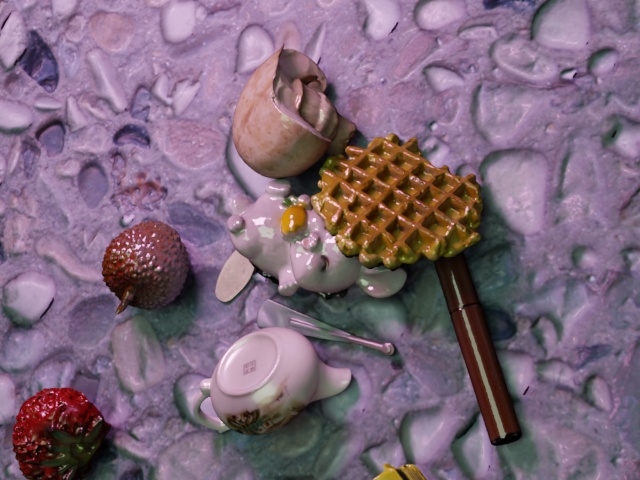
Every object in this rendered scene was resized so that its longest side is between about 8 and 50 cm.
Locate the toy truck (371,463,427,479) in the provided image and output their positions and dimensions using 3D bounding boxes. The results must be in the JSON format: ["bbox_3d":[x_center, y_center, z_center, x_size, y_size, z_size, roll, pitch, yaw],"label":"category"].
[{"bbox_3d":[0.059,0.481,1.791,0.272,0.157,0.124,-41,65,12],"label":"toy truck"}]

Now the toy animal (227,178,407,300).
[{"bbox_3d":[-0.005,0.005,1.937,0.325,0.154,0.208,5,58,5],"label":"toy animal"}]

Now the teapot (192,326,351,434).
[{"bbox_3d":[-0.102,0.253,1.933,0.298,0.139,0.204,-19,44,23],"label":"teapot"}]

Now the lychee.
[{"bbox_3d":[-0.329,0.055,2.063,0.165,0.165,0.197,2,47,25],"label":"lychee"}]

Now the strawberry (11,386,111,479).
[{"bbox_3d":[-0.502,0.357,2.077,0.184,0.186,0.201,-34,43,-22],"label":"strawberry"}]

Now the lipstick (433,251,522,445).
[{"bbox_3d":[0.255,0.162,1.827,0.057,0.057,0.356,-22,71,19],"label":"lipstick"}]

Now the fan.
[{"bbox_3d":[0.009,0.156,1.963,0.282,0.023,0.057,12,75,27],"label":"fan"}]

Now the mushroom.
[{"bbox_3d":[-0.061,-0.206,1.994,0.189,0.195,0.253,-37,35,33],"label":"mushroom"}]

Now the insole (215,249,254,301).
[{"bbox_3d":[-0.140,0.030,2.067,0.063,0.010,0.192,29,92,28],"label":"insole"}]

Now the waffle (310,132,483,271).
[{"bbox_3d":[0.135,-0.071,1.871,0.282,0.058,0.300,-22,51,-17],"label":"waffle"}]
